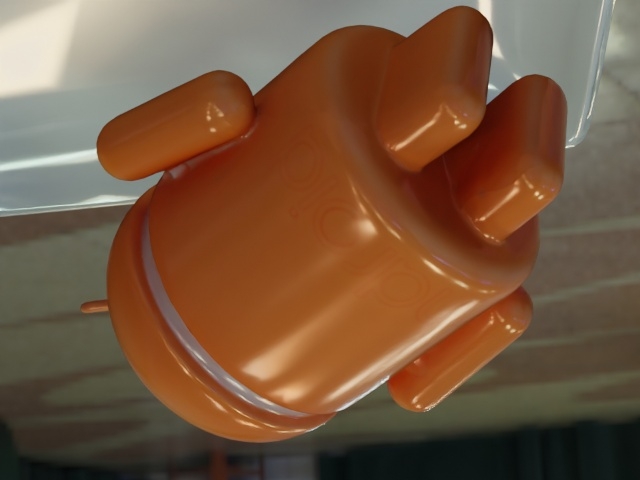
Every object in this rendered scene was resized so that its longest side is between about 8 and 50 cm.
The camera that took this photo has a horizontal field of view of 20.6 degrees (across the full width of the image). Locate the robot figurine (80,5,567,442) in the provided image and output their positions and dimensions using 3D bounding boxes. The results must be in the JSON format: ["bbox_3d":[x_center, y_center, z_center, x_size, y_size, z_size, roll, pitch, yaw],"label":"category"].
[{"bbox_3d":[-0.001,-0.002,0.712,0.219,0.128,0.158,-38,151,31],"label":"robot figurine"}]

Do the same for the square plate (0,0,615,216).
[{"bbox_3d":[-0.041,-0.131,0.733,0.347,0.049,0.344,-7,149,-4],"label":"square plate"}]
